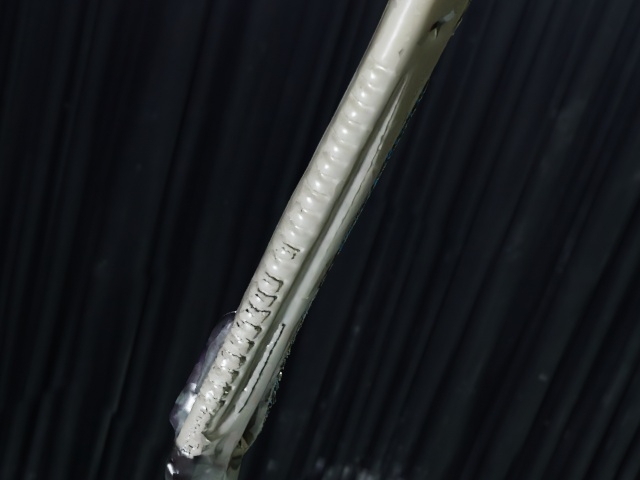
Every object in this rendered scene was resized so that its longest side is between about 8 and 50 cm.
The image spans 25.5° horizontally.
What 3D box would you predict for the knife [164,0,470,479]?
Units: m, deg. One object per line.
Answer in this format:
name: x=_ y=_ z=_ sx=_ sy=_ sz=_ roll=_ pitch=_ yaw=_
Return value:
knife: x=-0.006 y=-0.003 z=0.694 sx=0.043 sy=0.365 sz=0.089 roll=31 pitch=29 yaw=10
